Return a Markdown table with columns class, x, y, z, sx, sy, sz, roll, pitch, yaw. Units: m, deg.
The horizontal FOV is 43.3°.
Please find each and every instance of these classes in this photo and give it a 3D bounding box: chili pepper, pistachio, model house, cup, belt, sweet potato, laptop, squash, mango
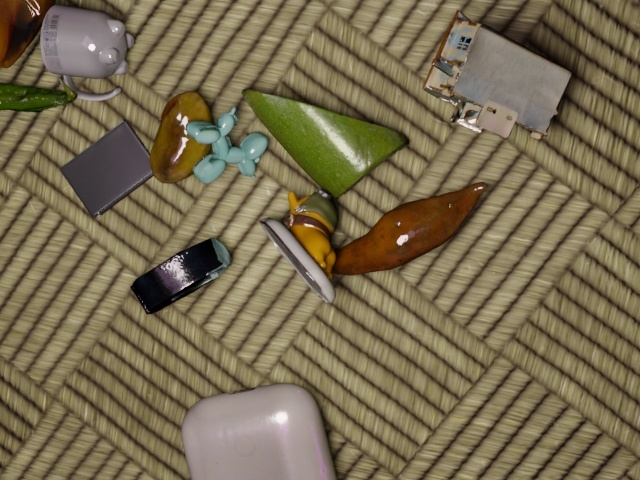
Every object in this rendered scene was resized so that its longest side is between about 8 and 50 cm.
| class | x | y | z | sx | sy | sz | roll | pitch | yaw |
| --- | --- | --- | --- | --- | --- | --- | --- | --- | --- |
| chili pepper | -0.649 | -0.290 | 1.636 | 0.359 | 0.076 | 0.084 | -3 | 130 | 14 |
| pistachio | -0.267 | -0.200 | 1.582 | 0.110 | 0.100 | 0.189 | 16 | 100 | -14 |
| model house | 0.282 | -0.290 | 1.449 | 0.271 | 0.206 | 0.178 | 14 | 104 | -31 |
| cup | -0.450 | -0.362 | 1.572 | 0.142 | 0.134 | 0.173 | 10 | 96 | 6 |
| belt | -0.268 | 0.069 | 1.584 | 0.198 | 0.151 | 0.078 | -32 | 86 | 1 |
| sweet potato | 0.158 | -0.012 | 1.527 | 0.359 | 0.112 | 0.112 | -30 | 91 | 11 |
| laptop | -0.431 | -0.145 | 1.652 | 0.180 | 0.016 | 0.129 | -34 | 90 | 10 |
| squash | 0.002 | -0.235 | 1.530 | 0.203 | 0.111 | 0.288 | -38 | 88 | 9 |
| mango | -0.597 | -0.459 | 1.566 | 0.136 | 0.166 | 0.236 | 37 | 107 | -22 |

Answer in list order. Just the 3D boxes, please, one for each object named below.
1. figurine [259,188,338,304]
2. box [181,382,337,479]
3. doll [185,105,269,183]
| class | x | y | z | sx | sy | sz | roll | pitch | yaw |
| --- | --- | --- | --- | --- | --- | --- | --- | --- | --- |
| figurine | 0.000 | 0.000 | 1.521 | 0.141 | 0.166 | 0.250 | -37 | 51 | -7 |
| box | -0.115 | 0.465 | 1.604 | 0.289 | 0.141 | 0.348 | -12 | 94 | 9 |
| doll | -0.174 | -0.176 | 1.553 | 0.159 | 0.059 | 0.159 | -27 | 127 | -21 |
